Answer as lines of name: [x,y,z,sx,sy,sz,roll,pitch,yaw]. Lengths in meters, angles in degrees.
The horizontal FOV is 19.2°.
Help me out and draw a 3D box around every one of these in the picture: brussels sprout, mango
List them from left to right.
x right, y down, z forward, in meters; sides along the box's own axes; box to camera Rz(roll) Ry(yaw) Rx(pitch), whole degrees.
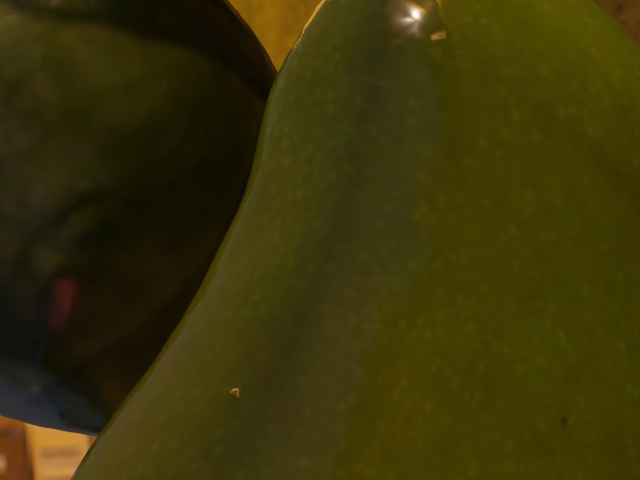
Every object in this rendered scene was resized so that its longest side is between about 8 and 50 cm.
brussels sprout: [-0.126,-0.047,0.828,0.219,0.210,0.271,25,-161,-51]
mango: [0.021,0.072,0.476,0.143,0.175,0.293,176,110,-70]
